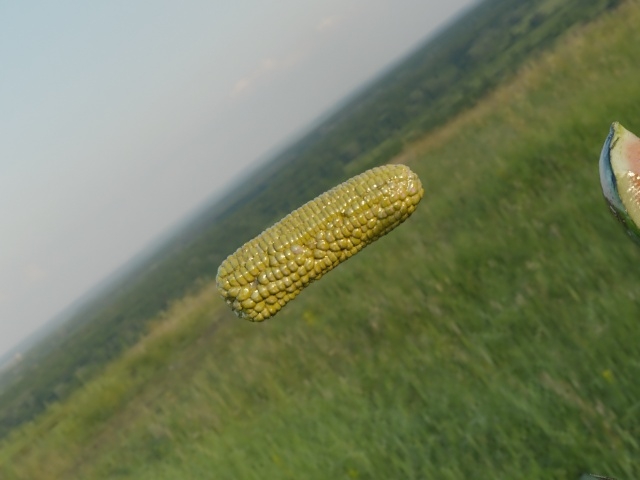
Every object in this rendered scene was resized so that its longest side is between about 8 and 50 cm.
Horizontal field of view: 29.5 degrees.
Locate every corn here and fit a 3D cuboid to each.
[{"bbox_3d":[0.000,0.000,1.529,0.292,0.101,0.101,-32,5,4],"label":"corn"}]

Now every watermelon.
[{"bbox_3d":[0.413,-0.033,1.416,0.119,0.245,0.063,-53,4,-7],"label":"watermelon"}]

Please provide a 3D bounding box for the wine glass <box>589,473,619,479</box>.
[{"bbox_3d":[0.373,0.353,1.615,0.039,0.042,0.083,105,175,-79],"label":"wine glass"}]
